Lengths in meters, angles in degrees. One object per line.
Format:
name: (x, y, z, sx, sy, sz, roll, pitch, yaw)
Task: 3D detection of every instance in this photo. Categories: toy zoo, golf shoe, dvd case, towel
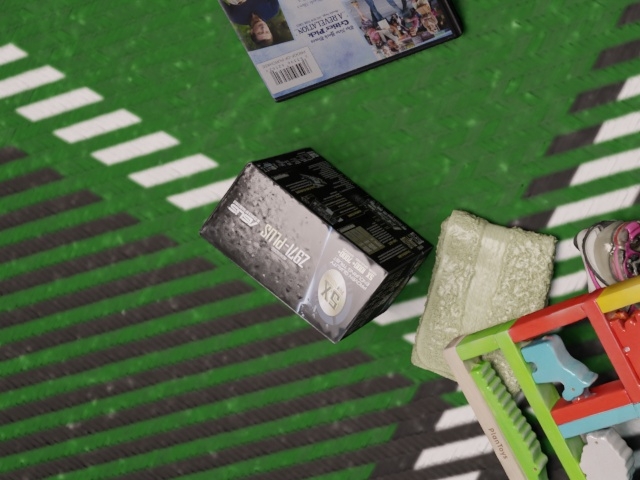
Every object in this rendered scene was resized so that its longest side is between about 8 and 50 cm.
toy zoo: (0.262, 0.128, 1.548, 0.293, 0.030, 0.192, -22, 101, 36)
golf shoe: (0.271, 0.066, 1.589, 0.086, 0.067, 0.186, 2, 116, 58)
dvd case: (-0.010, -0.244, 1.576, 0.180, 0.022, 0.253, -19, 123, 17)
towel: (0.143, 0.055, 1.636, 0.110, 0.027, 0.148, 15, 102, 13)

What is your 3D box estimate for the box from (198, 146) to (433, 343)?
box: (0.000, 0.000, 1.590, 0.147, 0.180, 0.077, 38, 105, 7)
